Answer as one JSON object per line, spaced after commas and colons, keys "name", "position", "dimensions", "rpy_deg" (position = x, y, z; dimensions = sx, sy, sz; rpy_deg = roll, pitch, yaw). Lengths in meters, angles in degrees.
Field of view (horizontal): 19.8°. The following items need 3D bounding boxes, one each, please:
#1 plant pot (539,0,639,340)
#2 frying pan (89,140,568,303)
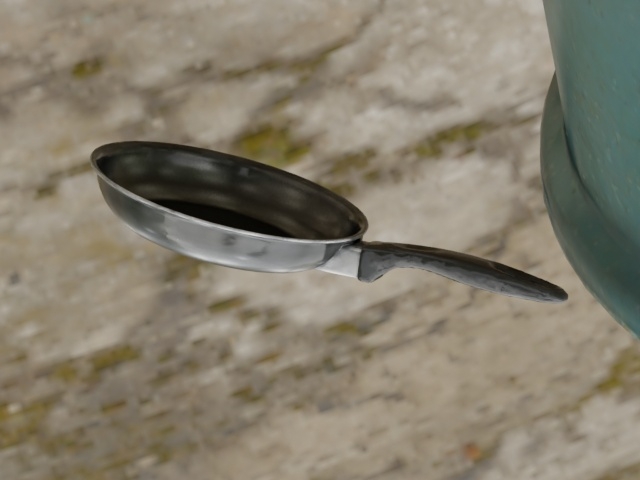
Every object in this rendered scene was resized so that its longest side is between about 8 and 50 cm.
{"name": "plant pot", "position": [0.164, -0.190, 0.357], "dimensions": [0.341, 0.341, 0.334], "rpy_deg": [-21, 119, 1]}
{"name": "frying pan", "position": [-0.002, -0.009, 1.268], "dimensions": [0.326, 0.053, 0.197], "rpy_deg": [15, -165, -4]}
